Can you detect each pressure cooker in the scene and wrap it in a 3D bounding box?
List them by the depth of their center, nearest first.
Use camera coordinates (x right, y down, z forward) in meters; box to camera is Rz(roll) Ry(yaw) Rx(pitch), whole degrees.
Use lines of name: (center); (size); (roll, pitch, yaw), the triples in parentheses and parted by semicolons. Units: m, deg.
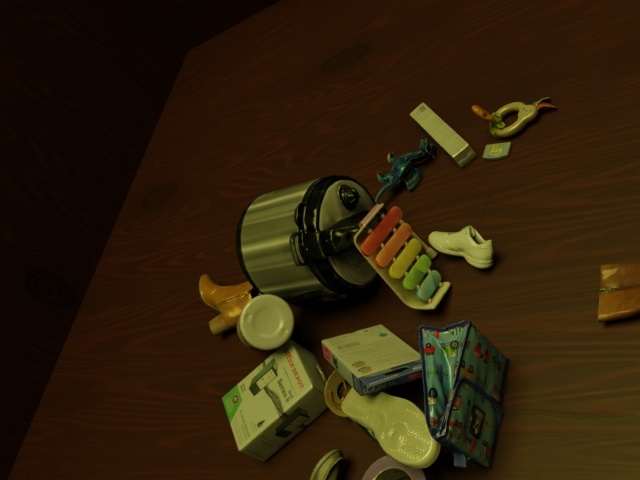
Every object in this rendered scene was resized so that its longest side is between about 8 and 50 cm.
pressure cooker: (-0.003, -0.005, 1.892); (0.421, 0.375, 0.369); (-12, 48, 38)

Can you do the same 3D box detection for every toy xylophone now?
toy xylophone: (0.229, 0.033, 1.723); (0.081, 0.323, 0.236); (-31, 21, 50)

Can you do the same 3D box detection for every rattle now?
rattle: (0.579, -0.404, 1.863); (0.200, 0.142, 0.130); (-20, 28, 39)

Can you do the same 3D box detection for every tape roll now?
tape roll: (0.185, 0.605, 1.455); (0.189, 0.080, 0.188); (-25, 44, 27)

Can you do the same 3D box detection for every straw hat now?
straw hat: (0.077, 0.413, 1.721); (0.144, 0.145, 0.061); (-59, -2, -12)

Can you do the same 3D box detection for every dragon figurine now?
dragon figurine: (0.270, -0.215, 2.034); (0.144, 0.085, 0.289); (12, 67, 48)

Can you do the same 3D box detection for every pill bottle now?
pill bottle: (-0.175, 0.260, 1.916); (0.160, 0.160, 0.283); (-61, 3, -15)

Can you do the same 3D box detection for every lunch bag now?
lunch bag: (0.318, 0.363, 1.413); (0.138, 0.221, 0.293); (-14, 50, 35)

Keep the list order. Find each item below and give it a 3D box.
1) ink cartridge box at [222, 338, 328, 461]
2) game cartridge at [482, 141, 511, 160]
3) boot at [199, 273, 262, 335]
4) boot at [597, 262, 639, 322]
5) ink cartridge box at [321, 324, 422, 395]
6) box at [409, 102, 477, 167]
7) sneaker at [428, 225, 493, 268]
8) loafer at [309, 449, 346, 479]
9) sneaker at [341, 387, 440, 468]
ink cartridge box: (-0.126, 0.463, 1.826); (0.289, 0.121, 0.211); (-43, 40, 7)
game cartridge: (0.533, -0.268, 1.887); (0.083, 0.017, 0.055); (-2, 62, 43)
boot: (-0.320, 0.191, 2.260); (0.211, 0.104, 0.295); (-33, 46, 11)
boot: (0.727, 0.138, 1.314); (0.281, 0.096, 0.264); (-13, 51, 37)
ink cartridge box: (0.142, 0.311, 1.609); (0.186, 0.065, 0.311); (-13, 13, -17)
box: (0.396, -0.350, 2.043); (0.067, 0.063, 0.324); (-43, 39, 10)
sneaker: (0.393, -0.003, 1.728); (0.080, 0.094, 0.212); (-21, 32, -36)
loafer: (0.013, 0.657, 1.579); (0.088, 0.094, 0.251); (15, 74, 36)
sneaker: (0.194, 0.453, 1.494); (0.131, 0.148, 0.350); (-51, 26, -8)
